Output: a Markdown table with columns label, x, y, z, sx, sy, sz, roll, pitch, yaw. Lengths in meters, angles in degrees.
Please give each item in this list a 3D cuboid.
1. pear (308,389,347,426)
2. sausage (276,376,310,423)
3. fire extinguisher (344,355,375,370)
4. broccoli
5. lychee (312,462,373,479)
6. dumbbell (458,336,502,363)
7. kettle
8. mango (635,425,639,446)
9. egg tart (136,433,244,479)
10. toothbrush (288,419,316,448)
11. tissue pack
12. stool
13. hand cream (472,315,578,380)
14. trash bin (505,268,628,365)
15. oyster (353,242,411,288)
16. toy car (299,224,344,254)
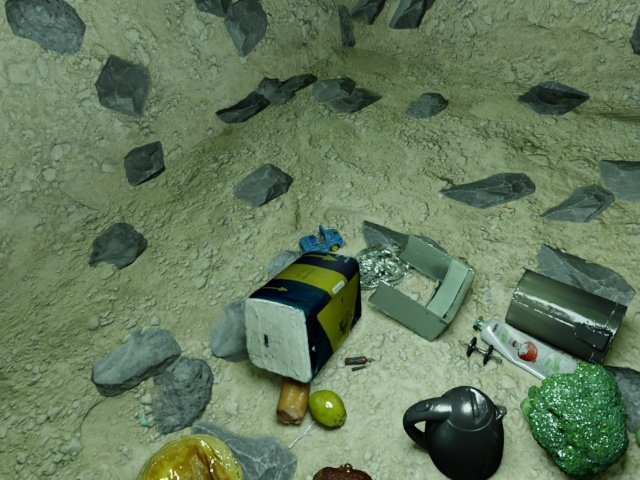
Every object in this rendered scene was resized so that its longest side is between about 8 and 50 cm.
| label | x | y | z | sx | sy | sz | roll | pitch | yaw |
| --- | --- | --- | --- | --- | --- | --- | --- | --- | --- |
| pear | 0.023 | 0.521 | 1.456 | 0.131 | 0.107 | 0.107 | 20 | 54 | 26 |
| sausage | -0.080 | 0.461 | 1.538 | 0.108 | 0.109 | 0.271 | -5 | 42 | 9 |
| fire extinguisher | 0.132 | 0.415 | 1.585 | 0.100 | 0.032 | 0.046 | -8 | 34 | 15 |
| broccoli | 0.677 | 0.468 | 1.256 | 0.307 | 0.308 | 0.275 | -27 | 9 | -13 |
| lychee | 0.062 | 0.688 | 1.238 | 0.194 | 0.195 | 0.195 | -7 | 45 | 7 |
| dumbbell | 0.516 | 0.356 | 1.518 | 0.147 | 0.069 | 0.069 | 23 | 56 | 30 |
| kettle | 0.358 | 0.503 | 1.263 | 0.268 | 0.290 | 0.208 | -6 | 47 | 10 |
| mango | 0.966 | 0.501 | 1.232 | 0.250 | 0.114 | 0.157 | -21 | 52 | -7 |
| egg tart | -0.371 | 0.735 | 1.322 | 0.351 | 0.150 | 0.352 | -4 | 51 | 5 |
| toothbrush | -0.050 | 0.600 | 1.465 | 0.131 | 0.013 | 0.011 | -39 | 60 | -24 |
| tissue pack | -0.041 | 0.229 | 1.559 | 0.253 | 0.264 | 0.416 | 9 | 24 | 24 |
| stool | 0.351 | 0.161 | 1.622 | 0.269 | 0.170 | 0.244 | 32 | 58 | 10 |
| hand cream | 0.651 | 0.351 | 1.503 | 0.335 | 0.076 | 0.121 | 32 | 62 | 28 |
| trash bin | 0.761 | 0.236 | 1.476 | 0.301 | 0.203 | 0.252 | 26 | 17 | 34 |
| oyster | 0.198 | 0.100 | 1.803 | 0.350 | 0.158 | 0.162 | -10 | 17 | -19 |
| toy car | 0.000 | 0.000 | 1.971 | 0.191 | 0.100 | 0.097 | -19 | 41 | -10 |
